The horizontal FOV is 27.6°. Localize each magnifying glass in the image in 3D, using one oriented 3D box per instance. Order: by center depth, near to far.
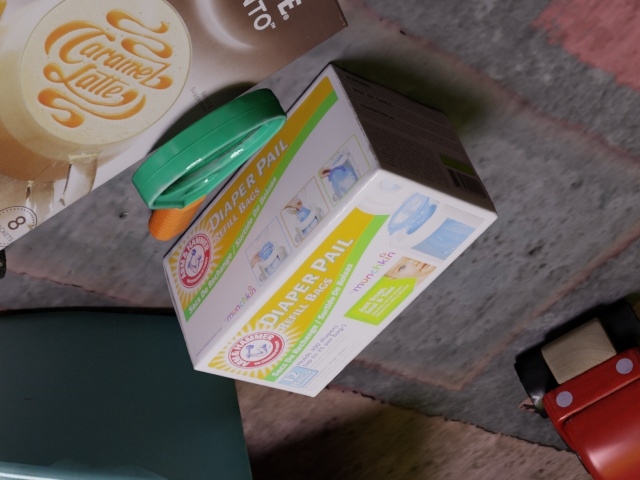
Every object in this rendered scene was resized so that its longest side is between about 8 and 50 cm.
[{"bbox_3d":[-0.076,-0.036,0.779,0.092,0.026,0.231,-33,179,-19],"label":"magnifying glass"}]

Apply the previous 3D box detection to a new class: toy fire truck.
[{"bbox_3d":[0.275,0.217,1.143,0.158,0.246,0.217,-30,140,10],"label":"toy fire truck"}]

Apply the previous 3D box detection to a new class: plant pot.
[{"bbox_3d":[-0.195,0.154,0.932,0.234,0.165,0.165,9,132,-23],"label":"plant pot"}]

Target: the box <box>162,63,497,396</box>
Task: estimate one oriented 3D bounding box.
[{"bbox_3d":[0.000,0.000,0.883,0.114,0.103,0.203,18,126,-38],"label":"box"}]

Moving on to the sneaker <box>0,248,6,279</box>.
[{"bbox_3d":[-0.251,0.002,0.830,0.044,0.040,0.109,-29,140,34],"label":"sneaker"}]

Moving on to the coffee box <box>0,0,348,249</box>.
[{"bbox_3d":[-0.129,-0.115,0.665,0.247,0.098,0.141,-34,142,-3],"label":"coffee box"}]
